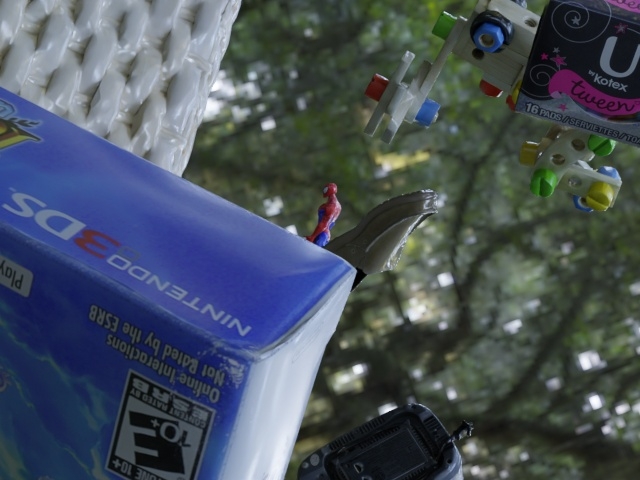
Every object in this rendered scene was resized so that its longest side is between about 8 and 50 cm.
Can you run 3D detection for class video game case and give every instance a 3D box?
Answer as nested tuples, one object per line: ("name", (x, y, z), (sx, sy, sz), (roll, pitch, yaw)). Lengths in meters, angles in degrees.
("video game case", (-0.146, 0.056, 0.499), (0.270, 0.061, 0.244), (27, -54, 15))

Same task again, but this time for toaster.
("toaster", (0.087, 0.299, 1.967), (0.129, 0.227, 0.146), (55, -11, 36))

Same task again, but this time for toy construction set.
("toy construction set", (0.219, -0.160, 1.856), (0.215, 0.328, 0.151), (118, -14, -45))

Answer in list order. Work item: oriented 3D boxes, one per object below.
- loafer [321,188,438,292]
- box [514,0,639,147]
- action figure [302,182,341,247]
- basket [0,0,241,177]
("loafer", (0.056, 0.002, 1.451), (0.148, 0.056, 0.050), (-36, -105, 40))
("box", (0.328, -0.182, 1.526), (0.163, 0.247, 0.142), (-68, 173, -47))
("action figure", (0.000, 0.000, 1.591), (0.038, 0.030, 0.115), (-3, 107, -75))
("basket", (-0.261, -0.111, 1.160), (0.266, 0.328, 0.331), (-44, -155, 56))
